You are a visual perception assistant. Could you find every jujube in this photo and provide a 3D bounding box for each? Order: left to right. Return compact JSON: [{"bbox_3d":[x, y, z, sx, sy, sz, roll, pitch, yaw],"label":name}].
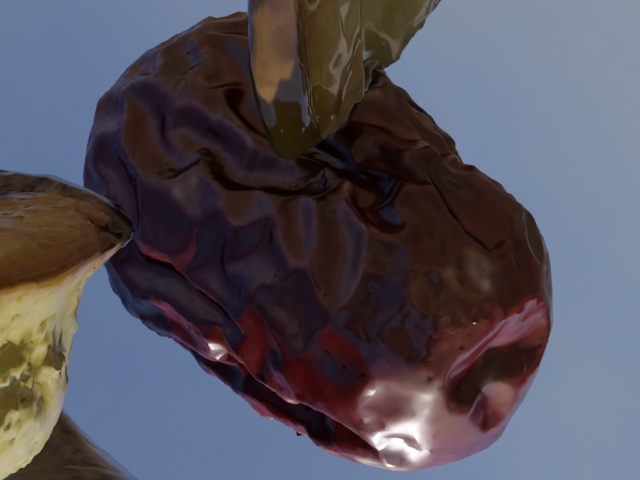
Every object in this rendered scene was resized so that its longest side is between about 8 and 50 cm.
[{"bbox_3d":[0.000,0.000,0.787,0.155,0.155,0.230,27,-173,-47],"label":"jujube"}]

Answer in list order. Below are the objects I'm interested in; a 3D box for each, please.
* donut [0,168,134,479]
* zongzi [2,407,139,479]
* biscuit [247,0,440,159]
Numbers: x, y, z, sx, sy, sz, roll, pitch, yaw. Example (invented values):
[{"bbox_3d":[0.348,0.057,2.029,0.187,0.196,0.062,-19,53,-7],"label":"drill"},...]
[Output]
[{"bbox_3d":[-0.111,0.012,0.394,0.140,0.059,0.140,7,-168,-1],"label":"donut"},{"bbox_3d":[-0.084,0.113,0.721,0.099,0.194,0.197,1,-110,-30],"label":"zongzi"},{"bbox_3d":[0.043,-0.164,0.769,0.045,0.154,0.299,12,-145,21],"label":"biscuit"}]
